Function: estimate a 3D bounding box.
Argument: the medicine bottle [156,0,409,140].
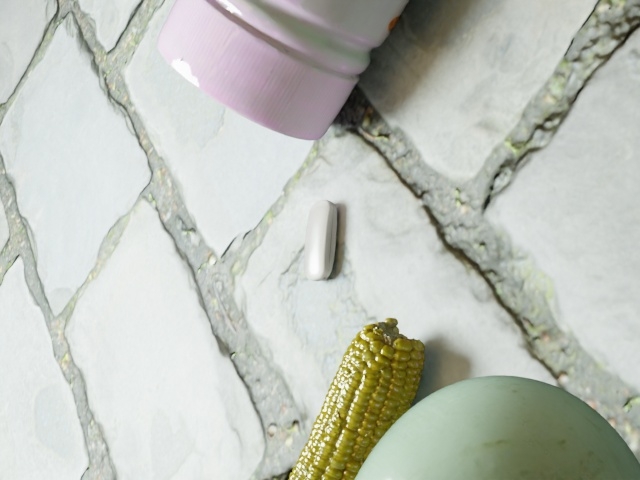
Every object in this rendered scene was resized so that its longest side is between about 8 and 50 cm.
[{"bbox_3d":[-0.002,-0.279,1.027,0.316,0.202,0.202,-57,43,18],"label":"medicine bottle"}]

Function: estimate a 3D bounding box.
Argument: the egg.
[{"bbox_3d":[0.107,0.273,0.688,0.230,0.230,0.370,6,88,49],"label":"egg"}]

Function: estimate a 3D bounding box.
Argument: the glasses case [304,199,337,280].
[{"bbox_3d":[0.000,0.000,1.064,0.032,0.021,0.083,-11,69,43],"label":"glasses case"}]

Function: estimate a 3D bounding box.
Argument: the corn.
[{"bbox_3d":[0.025,0.181,0.929,0.080,0.080,0.238,31,98,49],"label":"corn"}]
